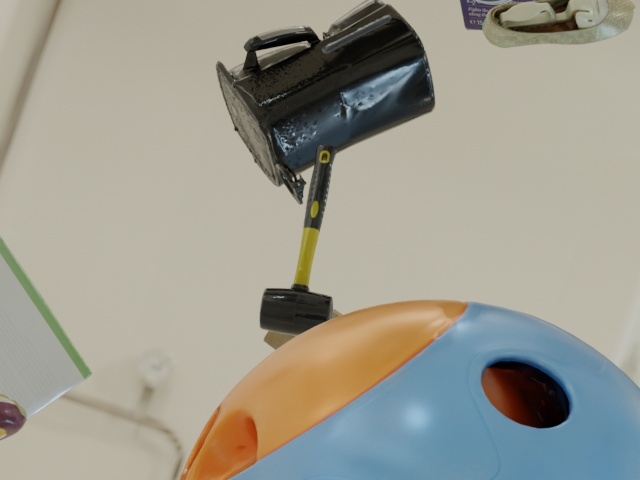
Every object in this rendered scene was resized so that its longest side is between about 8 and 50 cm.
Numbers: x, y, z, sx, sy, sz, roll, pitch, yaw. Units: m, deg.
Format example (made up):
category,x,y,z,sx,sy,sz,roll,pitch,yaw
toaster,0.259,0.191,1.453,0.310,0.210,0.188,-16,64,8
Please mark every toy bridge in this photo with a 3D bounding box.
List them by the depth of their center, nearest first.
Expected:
category,x,y,z,sx,sy,sz,roll,pitch,yaw
toy bridge,0.004,0.102,1.876,0.063,0.026,0.188,37,13,15

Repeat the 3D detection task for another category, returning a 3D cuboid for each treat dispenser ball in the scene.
category,x,y,z,sx,sy,sz,roll,pitch,yaw
treat dispenser ball,0.061,0.174,0.969,0.288,0.288,0.288,19,0,0

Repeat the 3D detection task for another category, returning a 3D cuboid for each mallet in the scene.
category,x,y,z,sx,sy,sz,roll,pitch,yaw
mallet,0.000,0.000,1.580,0.062,0.189,0.039,14,-30,7

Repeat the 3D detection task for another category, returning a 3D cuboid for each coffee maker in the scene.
category,x,y,z,sx,sy,sz,roll,pitch,yaw
coffee maker,0.016,-0.129,1.724,0.171,0.178,0.120,60,-11,21

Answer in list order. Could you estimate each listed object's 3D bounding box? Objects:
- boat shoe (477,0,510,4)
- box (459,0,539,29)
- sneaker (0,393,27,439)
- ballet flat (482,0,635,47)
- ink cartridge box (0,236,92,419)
category,x,y,z,sx,sy,sz,roll,pitch,yaw
boat shoe,0.148,-0.300,1.470,0.108,0.102,0.301,13,-45,4
box,0.239,-0.353,2.141,0.153,0.108,0.207,7,-45,27
sneaker,-0.336,0.186,1.545,0.186,0.083,0.069,-13,-30,-2
ballet flat,0.259,-0.239,1.975,0.168,0.057,0.052,-10,-24,2
ink cartridge box,-0.358,0.123,1.730,0.171,0.235,0.056,59,-12,-21
